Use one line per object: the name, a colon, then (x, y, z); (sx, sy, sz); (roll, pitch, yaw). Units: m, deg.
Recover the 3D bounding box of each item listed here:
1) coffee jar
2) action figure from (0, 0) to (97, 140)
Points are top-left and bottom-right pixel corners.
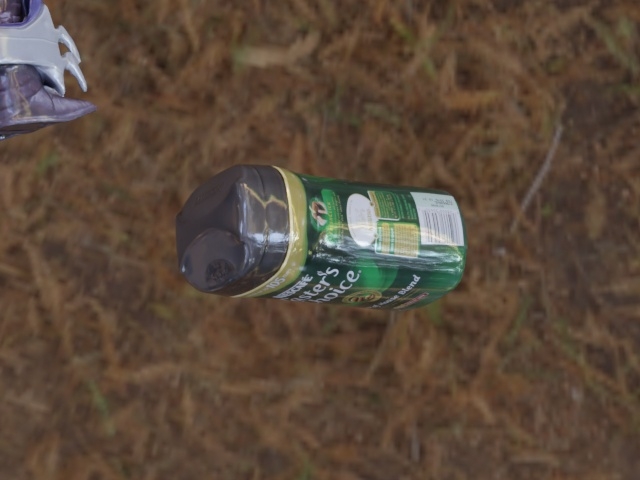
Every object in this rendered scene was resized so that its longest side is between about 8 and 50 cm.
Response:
coffee jar: (0.000, 0.000, 1.162); (0.184, 0.079, 0.096); (7, 159, -34)
action figure: (-0.225, -0.203, 1.093); (0.185, 0.099, 0.285); (-8, 101, 47)
